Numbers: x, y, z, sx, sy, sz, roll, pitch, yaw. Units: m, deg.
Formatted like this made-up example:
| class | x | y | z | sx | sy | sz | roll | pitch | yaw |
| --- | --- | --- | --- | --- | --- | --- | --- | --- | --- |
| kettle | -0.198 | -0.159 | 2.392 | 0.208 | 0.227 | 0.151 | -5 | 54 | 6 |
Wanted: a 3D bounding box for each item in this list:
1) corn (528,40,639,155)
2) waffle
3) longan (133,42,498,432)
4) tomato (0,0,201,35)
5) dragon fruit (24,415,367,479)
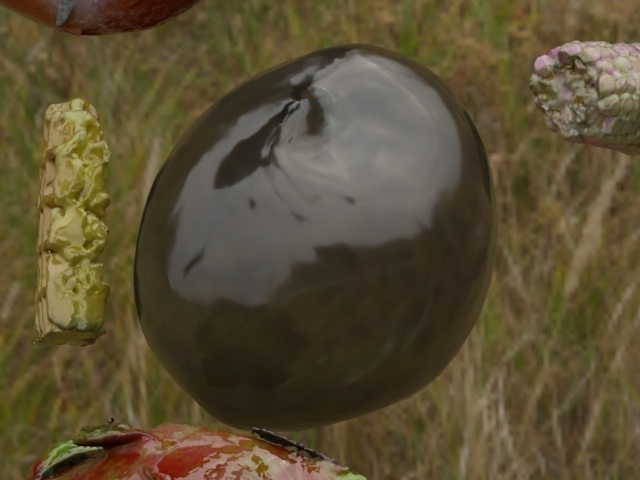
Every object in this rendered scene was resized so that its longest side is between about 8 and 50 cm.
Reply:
| class | x | y | z | sx | sy | sz | roll | pitch | yaw |
| --- | --- | --- | --- | --- | --- | --- | --- | --- | --- |
| corn | 0.340 | -0.137 | 1.671 | 0.335 | 0.127 | 0.126 | 5 | 19 | -45 |
| waffle | -0.212 | -0.019 | 1.464 | 0.055 | 0.211 | 0.160 | 3 | -7 | -13 |
| longan | 0.000 | 0.000 | 1.333 | 0.288 | 0.288 | 0.350 | 12 | 29 | 25 |
| tomato | -0.151 | -0.253 | 1.142 | 0.232 | 0.232 | 0.188 | 0 | 27 | 8 |
| dragon fruit | -0.059 | 0.216 | 1.095 | 0.295 | 0.268 | 0.130 | 12 | 50 | 22 |
